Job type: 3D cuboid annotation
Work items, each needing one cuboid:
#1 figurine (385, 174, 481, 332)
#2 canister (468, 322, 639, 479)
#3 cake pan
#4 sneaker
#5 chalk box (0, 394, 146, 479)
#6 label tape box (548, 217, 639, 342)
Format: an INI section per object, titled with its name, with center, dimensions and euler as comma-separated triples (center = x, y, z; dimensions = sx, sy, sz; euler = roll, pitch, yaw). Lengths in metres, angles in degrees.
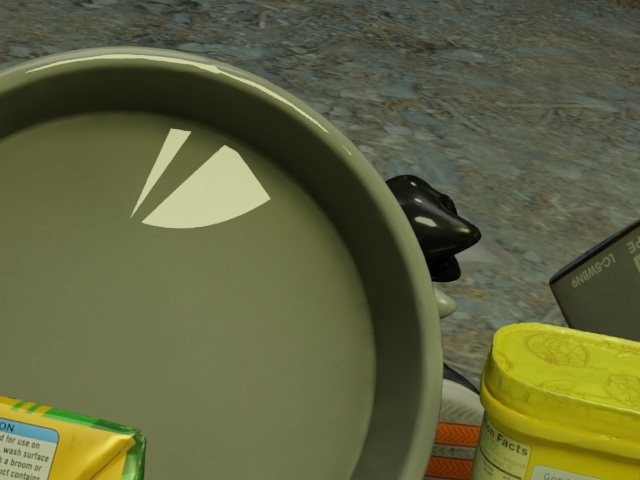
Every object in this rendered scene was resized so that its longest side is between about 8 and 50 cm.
[figurine]
center = 0.000, 0.000, 0.904
dimensions = 0.209, 0.092, 0.215
euler = 19, -20, 8
[canister]
center = 0.123, 0.135, 0.609
dimensions = 0.126, 0.170, 0.073
euler = 12, 22, 5
[cake pan]
center = -0.088, 0.056, 0.626
dimensions = 0.293, 0.293, 0.054
euler = 4, -10, -14
[sneaker]
center = -0.066, 0.080, 0.768
dimensions = 0.321, 0.124, 0.180
euler = 14, 15, -18
[chalk box]
center = -0.140, 0.141, 0.474
dimensions = 0.132, 0.213, 0.132
euler = 13, 66, -4
[label tape box]
center = 0.300, 0.131, 0.724
dimensions = 0.240, 0.106, 0.334
euler = -9, 68, -39
